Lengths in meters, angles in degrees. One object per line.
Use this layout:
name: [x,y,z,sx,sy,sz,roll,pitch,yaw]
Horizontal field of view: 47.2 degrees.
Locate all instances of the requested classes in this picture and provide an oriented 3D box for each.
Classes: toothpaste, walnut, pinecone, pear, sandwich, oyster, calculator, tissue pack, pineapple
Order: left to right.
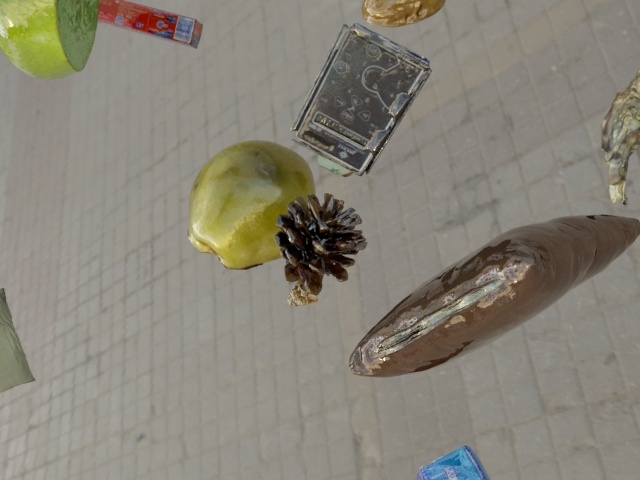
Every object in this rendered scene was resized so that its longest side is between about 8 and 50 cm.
pear: [-0.504,-0.422,1.326,0.292,0.159,0.292,-173,90,-87]
toothpaste: [-0.444,-0.526,1.727,0.076,0.320,0.066,-74,0,-83]
pear: [-0.174,-0.127,1.927,0.386,0.340,0.191,-58,-6,-35]
pineapple: [-0.033,0.120,1.883,0.114,0.077,0.114,-11,71,55]
pinecone: [0.002,-0.001,1.709,0.201,0.229,0.202,-27,26,21]
sandwich: [0.042,-0.209,1.926,0.093,0.036,0.105,-30,86,13]
calculator: [0.062,-0.235,1.255,0.274,0.166,0.028,-58,8,45]
walnut: [0.191,-0.577,1.681,0.211,0.087,0.167,-27,58,-7]
tissue pack: [0.302,0.557,1.445,0.137,0.209,0.269,-24,64,-9]
oyster: [0.625,-0.240,1.464,0.107,0.201,0.354,24,62,16]

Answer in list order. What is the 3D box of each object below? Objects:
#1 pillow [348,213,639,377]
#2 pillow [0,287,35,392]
pillow: [0.224,0.064,0.930,0.308,0.305,0.108,-40,73,43]
pillow: [-0.690,0.220,1.501,0.050,0.148,0.229,31,135,54]
